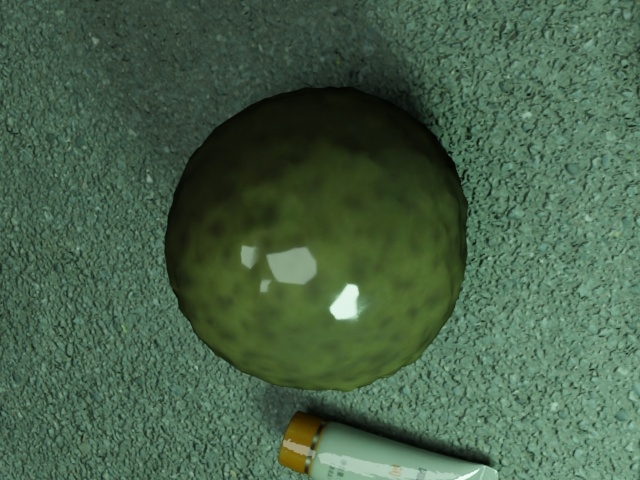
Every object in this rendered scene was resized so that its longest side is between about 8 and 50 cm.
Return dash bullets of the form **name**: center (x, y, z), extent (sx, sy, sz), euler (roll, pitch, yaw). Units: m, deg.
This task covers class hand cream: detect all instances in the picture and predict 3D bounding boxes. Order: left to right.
- **hand cream**: center (0.096, 0.345, 1.668), extent (0.314, 0.089, 0.140), euler (15, 111, 12)

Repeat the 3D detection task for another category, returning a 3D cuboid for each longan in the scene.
- **longan**: center (0.000, 0.000, 1.455), extent (0.391, 0.391, 0.391), euler (7, 107, 23)
